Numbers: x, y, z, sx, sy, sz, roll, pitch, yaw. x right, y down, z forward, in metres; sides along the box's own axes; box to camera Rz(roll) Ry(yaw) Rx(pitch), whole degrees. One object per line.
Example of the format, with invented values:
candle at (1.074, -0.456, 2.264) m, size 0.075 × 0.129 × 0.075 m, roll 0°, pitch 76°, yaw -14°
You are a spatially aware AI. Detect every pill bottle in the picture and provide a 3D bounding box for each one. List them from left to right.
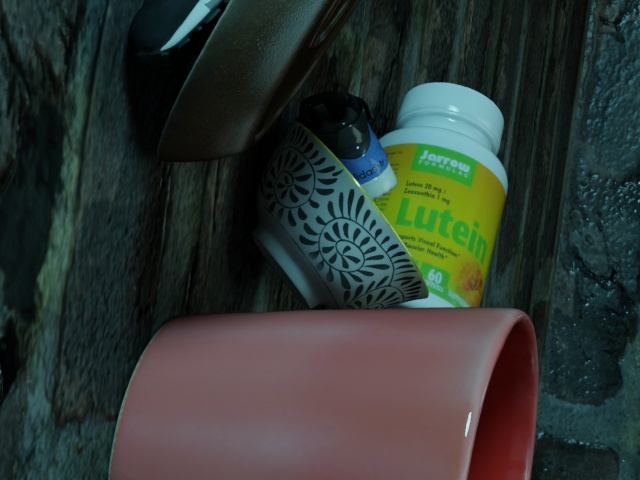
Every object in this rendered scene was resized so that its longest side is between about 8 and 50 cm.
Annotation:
pill bottle at (0.097, -0.019, 1.608) m, size 0.136 × 0.136 × 0.246 m, roll 72°, pitch 30°, yaw -57°

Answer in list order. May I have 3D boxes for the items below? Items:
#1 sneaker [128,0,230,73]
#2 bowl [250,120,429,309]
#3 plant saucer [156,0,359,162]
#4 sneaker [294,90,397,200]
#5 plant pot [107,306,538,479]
sneaker at (-0.055, -0.240, 1.071) m, size 0.283 × 0.124 × 0.107 m, roll -56°, pitch 180°, yaw -6°
bowl at (0.000, 0.000, 1.323) m, size 0.080 × 0.170 × 0.170 m, roll -38°, pitch 154°, yaw -5°
plant saucer at (0.001, -0.169, 1.096) m, size 0.311 × 0.050 × 0.310 m, roll -56°, pitch 179°, yaw -2°
sneaker at (0.013, -0.086, 1.397) m, size 0.085 × 0.058 × 0.152 m, roll 63°, pitch -2°, yaw -18°
plant pot at (0.004, 0.161, 1.174) m, size 0.275 × 0.243 × 0.275 m, roll 8°, pitch 90°, yaw -74°
